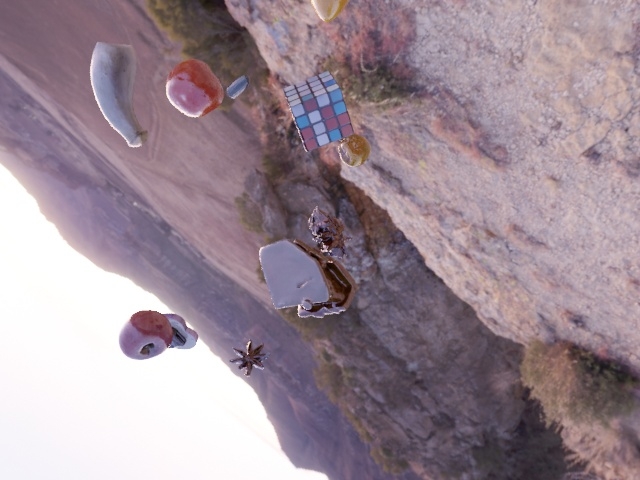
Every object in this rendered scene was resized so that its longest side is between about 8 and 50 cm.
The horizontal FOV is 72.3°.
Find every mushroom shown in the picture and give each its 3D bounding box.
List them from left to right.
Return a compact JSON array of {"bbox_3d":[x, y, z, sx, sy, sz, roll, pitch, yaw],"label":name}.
[{"bbox_3d":[-0.529,-0.382,1.147,0.103,0.118,0.270,8,106,51],"label":"mushroom"}]

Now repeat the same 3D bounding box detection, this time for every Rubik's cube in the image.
[{"bbox_3d":[-0.008,-0.382,1.295,0.154,0.155,0.151,-109,-4,-51],"label":"Rubik's cube"}]

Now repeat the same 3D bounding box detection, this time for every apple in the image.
[{"bbox_3d":[-0.513,0.273,1.289,0.120,0.153,0.153,56,176,41],"label":"apple"}]

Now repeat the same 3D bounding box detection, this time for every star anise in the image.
[{"bbox_3d":[-0.238,0.404,1.504,0.141,0.141,0.042,32,146,30],"label":"star anise"},{"bbox_3d":[0.004,0.000,1.811,0.237,0.346,0.148,50,146,-14],"label":"star anise"}]

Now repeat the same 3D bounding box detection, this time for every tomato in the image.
[{"bbox_3d":[-0.521,-0.626,1.803,0.232,0.232,0.188,45,171,-12],"label":"tomato"}]

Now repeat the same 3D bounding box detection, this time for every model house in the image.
[{"bbox_3d":[-0.019,0.100,1.177,0.200,0.219,0.229,-19,163,28],"label":"model house"}]

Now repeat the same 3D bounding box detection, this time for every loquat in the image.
[{"bbox_3d":[0.136,-0.368,1.765,0.137,0.137,0.113,42,-156,-1],"label":"loquat"}]

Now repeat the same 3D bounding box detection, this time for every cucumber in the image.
[{"bbox_3d":[-0.275,-0.533,1.501,0.105,0.048,0.048,-22,119,41],"label":"cucumber"}]

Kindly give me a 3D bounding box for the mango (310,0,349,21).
[{"bbox_3d":[0.030,-0.647,1.004,0.138,0.256,0.187,-2,-174,-37],"label":"mango"}]

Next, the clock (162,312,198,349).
[{"bbox_3d":[-0.603,0.384,1.769,0.172,0.064,0.198,-19,122,19],"label":"clock"}]
